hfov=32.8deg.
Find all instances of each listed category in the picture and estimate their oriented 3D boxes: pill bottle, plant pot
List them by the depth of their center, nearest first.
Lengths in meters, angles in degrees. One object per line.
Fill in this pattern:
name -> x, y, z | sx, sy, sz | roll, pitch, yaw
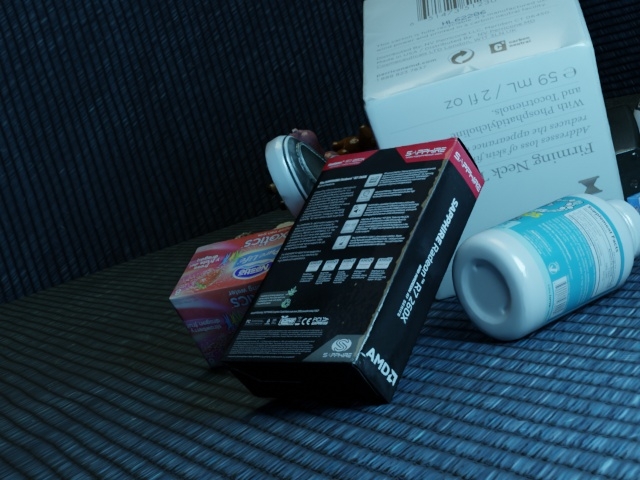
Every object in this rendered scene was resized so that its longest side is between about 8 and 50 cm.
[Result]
pill bottle -> 0.314, 0.025, 1.448 | 0.264, 0.146, 0.146 | -21, 9, -32
plant pot -> 0.509, -0.117, 1.979 | 0.188, 0.188, 0.167 | -15, 22, 5

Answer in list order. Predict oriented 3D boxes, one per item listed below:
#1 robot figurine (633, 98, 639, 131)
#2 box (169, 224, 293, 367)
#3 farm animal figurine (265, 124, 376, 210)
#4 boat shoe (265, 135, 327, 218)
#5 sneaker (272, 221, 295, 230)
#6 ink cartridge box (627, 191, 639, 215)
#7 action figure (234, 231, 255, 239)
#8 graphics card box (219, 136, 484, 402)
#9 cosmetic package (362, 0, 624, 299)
robot figurine -> 0.822, -0.272, 2.360 | 0.278, 0.173, 0.209 | -12, -35, 26
box -> -0.058, 0.080, 1.684 | 0.300, 0.154, 0.142 | -12, 31, 24
farm animal figurine -> 0.066, -0.062, 1.943 | 0.172, 0.326, 0.330 | -6, 14, 28
boat shoe -> 0.047, -0.055, 1.731 | 0.119, 0.335, 0.121 | -25, 34, 28
sneaker -> 0.000, 0.000, 2.420 | 0.297, 0.111, 0.129 | -22, 16, -32
ink cartridge box -> 0.521, -0.030, 1.611 | 0.052, 0.088, 0.122 | -19, 9, -22
action figure -> -0.136, 0.047, 2.241 | 0.276, 0.140, 0.164 | -20, -3, -16
graphics card box -> 0.047, 0.036, 1.424 | 0.233, 0.094, 0.371 | -5, 45, 40
cosmetic package -> 0.274, -0.183, 1.708 | 0.330, 0.393, 0.327 | -15, 37, 13
